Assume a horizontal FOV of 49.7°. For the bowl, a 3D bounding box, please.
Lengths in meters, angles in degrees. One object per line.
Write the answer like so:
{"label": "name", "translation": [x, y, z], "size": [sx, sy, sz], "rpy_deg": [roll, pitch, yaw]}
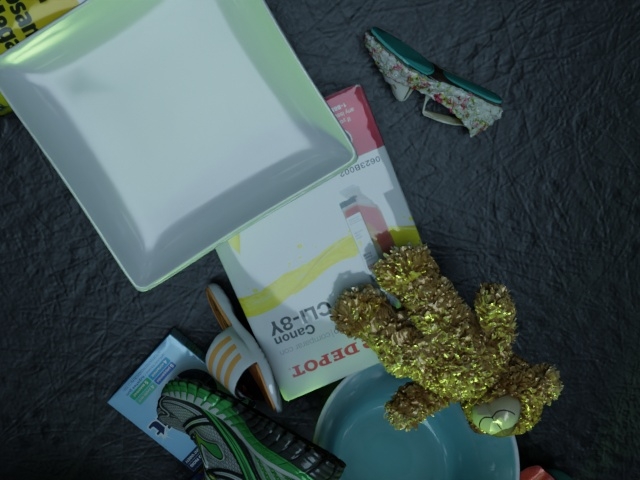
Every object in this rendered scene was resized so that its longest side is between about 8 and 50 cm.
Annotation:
{"label": "bowl", "translation": [0.126, 0.340, 1.064], "size": [0.311, 0.163, 0.312], "rpy_deg": [4, 69, -10]}

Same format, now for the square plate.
{"label": "square plate", "translation": [-0.183, -0.163, 0.890], "size": [0.344, 0.049, 0.347], "rpy_deg": [-31, 100, 5]}

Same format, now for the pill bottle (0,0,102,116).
{"label": "pill bottle", "translation": [-0.373, -0.308, 0.946], "size": [0.333, 0.188, 0.188], "rpy_deg": [-24, 100, 2]}

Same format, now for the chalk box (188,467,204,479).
{"label": "chalk box", "translation": [-0.134, 0.456, 1.100], "size": [0.289, 0.179, 0.180], "rpy_deg": [-43, 99, 6]}

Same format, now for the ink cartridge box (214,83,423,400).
{"label": "ink cartridge box", "translation": [0.000, 0.000, 1.030], "size": [0.279, 0.160, 0.385], "rpy_deg": [-22, 100, 2]}

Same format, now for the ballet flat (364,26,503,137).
{"label": "ballet flat", "translation": [0.159, -0.229, 1.037], "size": [0.240, 0.091, 0.077], "rpy_deg": [29, 120, -3]}

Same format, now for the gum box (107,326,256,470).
{"label": "gum box", "translation": [-0.224, 0.261, 1.131], "size": [0.184, 0.041, 0.157], "rpy_deg": [42, 96, -10]}

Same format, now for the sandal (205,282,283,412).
{"label": "sandal", "translation": [-0.135, 0.167, 1.018], "size": [0.076, 0.265, 0.102], "rpy_deg": [-25, 131, -16]}

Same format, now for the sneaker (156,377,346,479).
{"label": "sneaker", "translation": [-0.133, 0.298, 0.968], "size": [0.134, 0.343, 0.146], "rpy_deg": [41, 73, -42]}

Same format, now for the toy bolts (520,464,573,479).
{"label": "toy bolts", "translation": [0.321, 0.448, 1.165], "size": [0.228, 0.158, 0.218], "rpy_deg": [-41, 59, 15]}

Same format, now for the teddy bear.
{"label": "teddy bear", "translation": [0.171, 0.154, 0.932], "size": [0.245, 0.113, 0.338], "rpy_deg": [-30, 103, 5]}
